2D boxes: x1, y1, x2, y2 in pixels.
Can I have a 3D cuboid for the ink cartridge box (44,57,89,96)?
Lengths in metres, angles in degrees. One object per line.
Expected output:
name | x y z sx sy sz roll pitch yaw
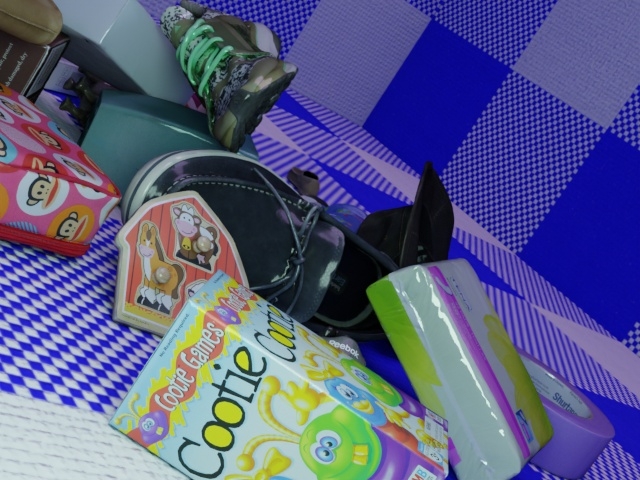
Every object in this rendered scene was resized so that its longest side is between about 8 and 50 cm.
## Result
ink cartridge box | -0.568 -0.364 1.931 0.261 0.066 0.296 39 13 20

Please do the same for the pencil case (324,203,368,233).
pencil case | 0.000 0.000 1.845 0.133 0.119 0.306 23 10 14

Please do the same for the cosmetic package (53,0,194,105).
cosmetic package | -0.394 -0.352 1.685 0.377 0.097 0.284 31 -4 20

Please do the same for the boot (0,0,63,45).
boot | -0.457 -0.331 1.260 0.236 0.089 0.269 49 16 18

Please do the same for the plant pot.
plant pot | -0.238 -0.121 1.617 0.234 0.165 0.166 25 14 -17

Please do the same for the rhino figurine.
rhino figurine | -0.387 -0.254 1.892 0.106 0.073 0.243 42 16 -25

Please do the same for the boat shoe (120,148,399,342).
boat shoe | -0.050 0.019 1.479 0.500 0.187 0.156 29 -1 -43

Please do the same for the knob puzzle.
knob puzzle | -0.153 0.025 1.276 0.213 0.030 0.213 22 57 -38

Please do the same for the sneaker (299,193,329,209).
sneaker | -0.039 -0.040 2.048 0.211 0.080 0.081 13 45 -57

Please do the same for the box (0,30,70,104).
box | -0.477 -0.252 1.479 0.203 0.167 0.168 31 12 -10

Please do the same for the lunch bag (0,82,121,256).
lunch bag | -0.374 -0.104 1.279 0.293 0.120 0.258 41 14 34

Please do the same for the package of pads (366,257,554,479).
package of pads | 0.196 0.168 1.467 0.297 0.101 0.229 65 21 9

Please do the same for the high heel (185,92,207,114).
high heel | -0.303 -0.229 2.098 0.181 0.127 0.377 7 6 24

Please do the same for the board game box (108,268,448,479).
board game box | -0.031 0.171 1.029 0.275 0.142 0.144 33 12 -1

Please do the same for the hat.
hat | 0.126 0.035 1.799 0.133 0.331 0.331 1 1 20

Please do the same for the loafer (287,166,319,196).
loafer | -0.031 -0.135 2.456 0.056 0.050 0.148 26 14 -30

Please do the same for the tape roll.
tape roll | 0.333 0.261 1.753 0.274 0.090 0.275 31 12 -7

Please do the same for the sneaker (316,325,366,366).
sneaker | 0.006 0.162 1.248 0.078 0.106 0.234 30 12 -11

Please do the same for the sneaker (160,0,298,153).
sneaker | -0.155 -0.249 1.540 0.182 0.158 0.410 32 12 -19
